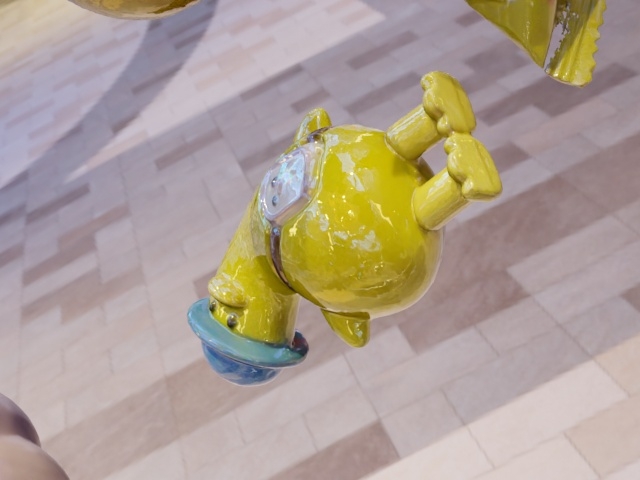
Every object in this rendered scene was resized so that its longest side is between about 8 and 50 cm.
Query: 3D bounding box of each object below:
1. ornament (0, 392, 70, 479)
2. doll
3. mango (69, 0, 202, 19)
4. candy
[{"bbox_3d":[-0.199,0.149,0.446,0.177,0.178,0.177,-20,28,11],"label":"ornament"},{"bbox_3d":[0.000,0.000,0.824,0.363,0.145,0.200,-37,57,42],"label":"doll"},{"bbox_3d":[-0.138,-0.261,0.663,0.167,0.130,0.262,-10,63,-9],"label":"mango"},{"bbox_3d":[0.124,-0.255,0.715,0.081,0.297,0.187,-8,52,48],"label":"candy"}]
